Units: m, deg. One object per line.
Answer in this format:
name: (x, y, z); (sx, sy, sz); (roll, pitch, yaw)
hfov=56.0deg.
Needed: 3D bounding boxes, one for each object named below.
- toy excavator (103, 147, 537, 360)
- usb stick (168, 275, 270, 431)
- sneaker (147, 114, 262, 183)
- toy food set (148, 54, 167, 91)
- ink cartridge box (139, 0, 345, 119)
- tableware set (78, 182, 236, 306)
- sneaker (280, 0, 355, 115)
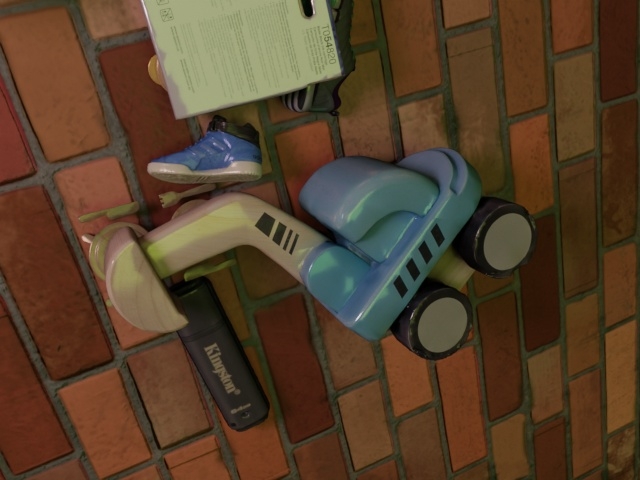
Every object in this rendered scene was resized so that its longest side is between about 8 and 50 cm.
toy excavator: (0.000, 0.000, 0.826); (0.445, 0.222, 0.433); (37, 89, -26)
usb stick: (-0.154, 0.177, 0.916); (0.077, 0.045, 0.278); (-27, 116, -13)
sneaker: (-0.155, -0.124, 0.810); (0.152, 0.058, 0.085); (-2, 80, 2)
toy food set: (-0.174, -0.223, 0.785); (0.083, 0.020, 0.082); (-49, 119, -2)
ink cartridge box: (-0.101, -0.283, 0.739); (0.223, 0.045, 0.224); (-15, 108, -5)
tableware set: (-0.221, 0.002, 0.834); (0.194, 0.039, 0.128); (-18, 102, -22)
sneaker: (0.014, -0.283, 0.824); (0.098, 0.083, 0.224); (1, 115, -42)
